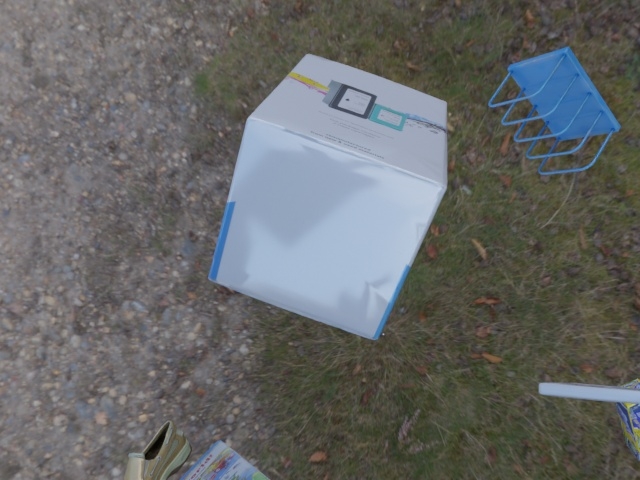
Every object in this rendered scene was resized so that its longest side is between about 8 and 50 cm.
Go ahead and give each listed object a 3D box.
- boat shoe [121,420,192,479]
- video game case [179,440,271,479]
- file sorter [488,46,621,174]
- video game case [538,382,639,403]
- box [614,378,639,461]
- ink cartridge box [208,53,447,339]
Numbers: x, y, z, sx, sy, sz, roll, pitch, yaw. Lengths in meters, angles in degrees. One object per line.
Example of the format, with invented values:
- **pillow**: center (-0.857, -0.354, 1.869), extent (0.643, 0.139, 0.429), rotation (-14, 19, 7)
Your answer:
- **boat shoe**: center (-0.264, 0.342, 0.914), extent (0.068, 0.190, 0.072), rotation (-14, 110, 23)
- **video game case**: center (-0.062, 0.155, 0.277), extent (0.119, 0.166, 0.015), rotation (-44, 104, -21)
- **file sorter**: center (0.374, -0.201, 1.010), extent (0.170, 0.118, 0.104), rotation (45, 70, -23)
- **video game case**: center (0.402, 0.209, 0.853), extent (0.157, 0.143, 0.019), rotation (-5, 77, 40)
- **box**: center (0.615, 0.349, 1.198), extent (0.059, 0.054, 0.168), rotation (-26, 117, 2)
- **ink cartridge box**: center (0.021, -0.066, 0.724), extent (0.197, 0.270, 0.198), rotation (20, 120, 1)
